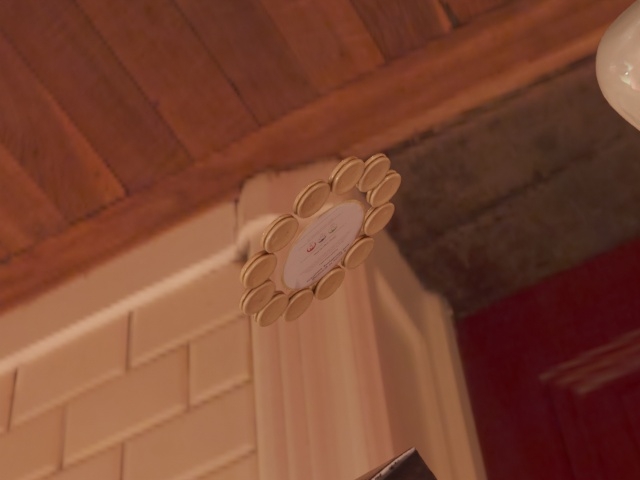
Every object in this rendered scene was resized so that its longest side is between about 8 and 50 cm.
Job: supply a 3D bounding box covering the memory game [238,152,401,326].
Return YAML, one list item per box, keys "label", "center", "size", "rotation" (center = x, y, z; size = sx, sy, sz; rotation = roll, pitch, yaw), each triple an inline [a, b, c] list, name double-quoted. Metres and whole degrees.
- label: "memory game"
  center: [0.000, 0.000, 1.289]
  size: [0.186, 0.012, 0.186]
  rotation: [-37, 153, -23]

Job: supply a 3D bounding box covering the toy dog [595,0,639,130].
- label: "toy dog"
  center: [0.298, -0.043, 0.808]
  size: [0.220, 0.161, 0.334]
  rotation: [-8, 135, 34]

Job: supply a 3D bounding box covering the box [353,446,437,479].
- label: "box"
  center: [0.058, 0.295, 1.196]
  size: [0.153, 0.108, 0.207]
  rotation: [-35, 87, 40]
